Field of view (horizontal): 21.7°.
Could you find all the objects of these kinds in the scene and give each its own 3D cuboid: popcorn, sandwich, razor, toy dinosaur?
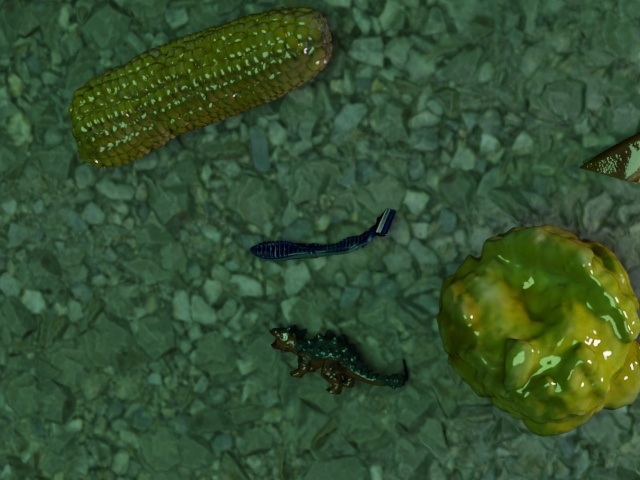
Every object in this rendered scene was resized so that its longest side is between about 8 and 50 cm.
[{"bbox_3d":[0.203,0.079,1.524,0.198,0.155,0.197,-4,67,10],"label":"popcorn"},{"bbox_3d":[0.285,-0.073,1.537,0.083,0.031,0.044,-31,83,24],"label":"sandwich"},{"bbox_3d":[0.002,0.004,1.654,0.155,0.044,0.028,-12,121,23],"label":"razor"},{"bbox_3d":[0.015,0.120,1.658,0.154,0.049,0.055,18,101,22],"label":"toy dinosaur"}]

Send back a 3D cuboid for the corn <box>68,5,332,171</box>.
[{"bbox_3d":[-0.120,-0.155,1.636,0.292,0.101,0.101,-19,92,23],"label":"corn"}]
